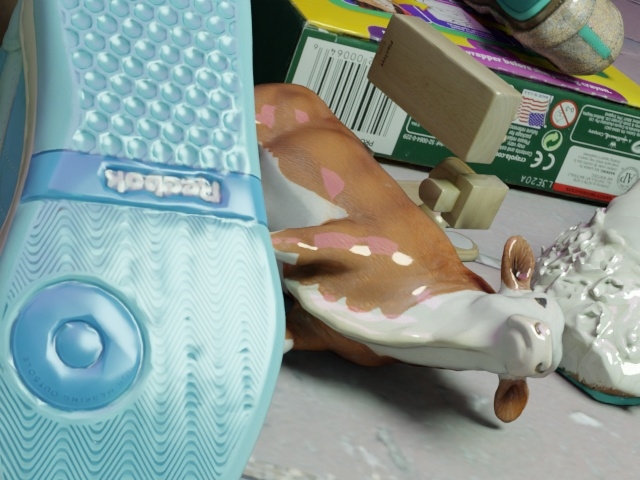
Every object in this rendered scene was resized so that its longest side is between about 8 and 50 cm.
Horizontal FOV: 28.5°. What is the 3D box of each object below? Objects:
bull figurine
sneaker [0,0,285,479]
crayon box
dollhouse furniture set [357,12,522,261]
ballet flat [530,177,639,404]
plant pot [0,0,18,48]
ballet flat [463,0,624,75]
[{"bbox_3d":[0.000,0.000,0.726,0.188,0.101,0.310,1,31,-35],"label":"bull figurine"},{"bbox_3d":[-0.111,0.018,0.589,0.127,0.208,0.319,14,60,-22],"label":"sneaker"},{"bbox_3d":[0.087,-0.170,1.159,0.363,0.106,0.313,10,24,-25],"label":"crayon box"},{"bbox_3d":[0.092,-0.065,0.879,0.123,0.151,0.144,1,33,-39],"label":"dollhouse furniture set"},{"bbox_3d":[0.267,-0.009,0.928,0.147,0.147,0.409,30,26,20],"label":"ballet flat"},{"bbox_3d":[-0.190,-0.202,0.878,0.263,0.263,0.229,-8,56,-48],"label":"plant pot"},{"bbox_3d":[0.192,-0.224,1.131,0.106,0.107,0.316,35,22,-22],"label":"ballet flat"}]
